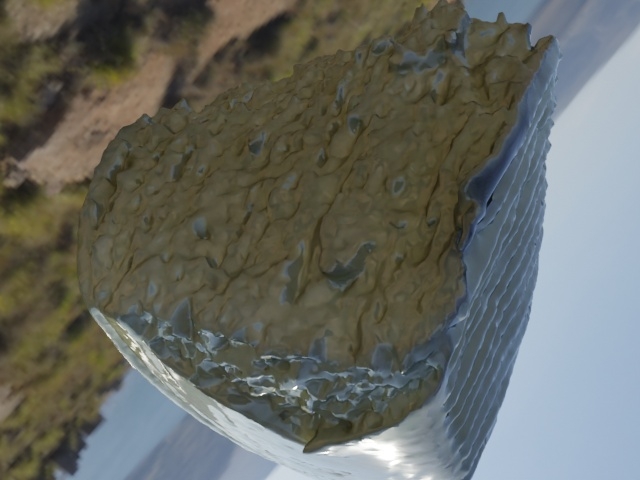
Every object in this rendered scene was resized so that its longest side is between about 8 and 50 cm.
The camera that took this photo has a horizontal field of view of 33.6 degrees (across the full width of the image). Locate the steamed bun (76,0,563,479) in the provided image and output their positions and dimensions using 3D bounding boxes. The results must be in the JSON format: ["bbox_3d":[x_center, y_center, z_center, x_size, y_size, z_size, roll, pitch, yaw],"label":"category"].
[{"bbox_3d":[0.000,0.000,0.675,0.290,0.272,0.273,-57,151,-36],"label":"steamed bun"}]
